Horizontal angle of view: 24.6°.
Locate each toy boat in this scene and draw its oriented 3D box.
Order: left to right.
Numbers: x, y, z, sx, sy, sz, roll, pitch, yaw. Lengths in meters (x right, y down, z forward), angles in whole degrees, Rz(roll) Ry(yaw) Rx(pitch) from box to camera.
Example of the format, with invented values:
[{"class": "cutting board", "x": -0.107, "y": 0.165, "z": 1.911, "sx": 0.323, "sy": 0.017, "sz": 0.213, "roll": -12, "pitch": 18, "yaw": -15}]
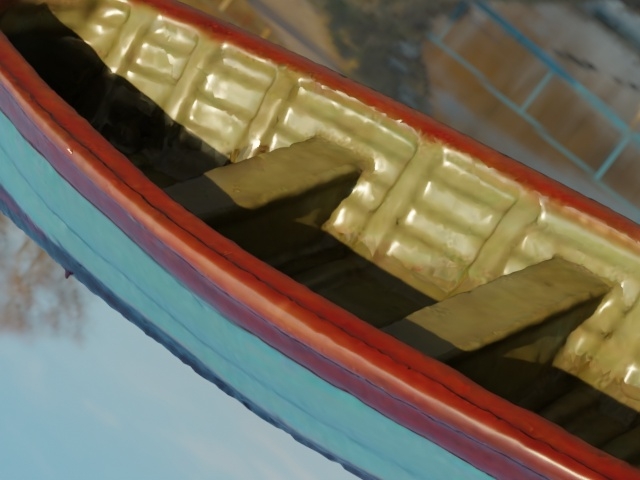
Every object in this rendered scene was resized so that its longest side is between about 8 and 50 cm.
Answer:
[{"class": "toy boat", "x": 0.000, "y": 0.000, "z": 0.415, "sx": 0.392, "sy": 0.079, "sz": 0.136, "roll": 29, "pitch": -150, "yaw": 34}]
